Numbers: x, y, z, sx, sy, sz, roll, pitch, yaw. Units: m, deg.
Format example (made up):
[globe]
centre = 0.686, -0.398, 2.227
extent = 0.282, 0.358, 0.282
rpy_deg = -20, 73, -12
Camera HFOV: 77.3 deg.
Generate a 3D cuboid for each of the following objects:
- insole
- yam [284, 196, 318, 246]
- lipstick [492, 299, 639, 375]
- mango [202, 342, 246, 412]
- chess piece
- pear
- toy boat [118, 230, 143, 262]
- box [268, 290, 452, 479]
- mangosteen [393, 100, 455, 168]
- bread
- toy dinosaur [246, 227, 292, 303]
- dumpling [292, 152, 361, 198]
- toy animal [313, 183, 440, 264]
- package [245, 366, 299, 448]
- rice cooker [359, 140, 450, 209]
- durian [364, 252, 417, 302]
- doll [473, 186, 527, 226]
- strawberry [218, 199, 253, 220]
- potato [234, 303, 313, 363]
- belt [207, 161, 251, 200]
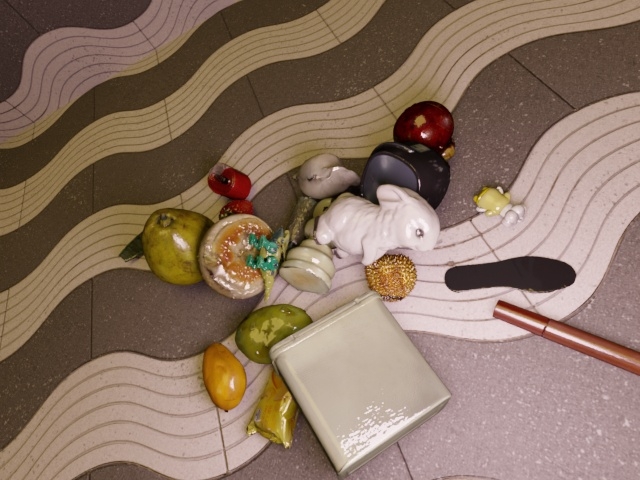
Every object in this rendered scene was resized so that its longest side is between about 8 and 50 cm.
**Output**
[insole]
centre = 0.542, 0.104, 1.166
extent = 0.348, 0.009, 0.119
rpy_deg = -7, 58, 19
[yam]
centre = -0.072, -0.058, 1.463
extent = 0.107, 0.107, 0.183
rpy_deg = 12, 69, 28
[lipstick]
centre = 0.628, 0.242, 1.019
extent = 0.357, 0.057, 0.057
rpy_deg = 21, 72, 30
[mango]
centre = -0.310, 0.425, 1.282
extent = 0.147, 0.109, 0.227
rpy_deg = -48, 52, 22
[chess piece]
centre = 0.000, 0.000, 1.365
extent = 0.182, 0.182, 0.330
rpy_deg = 7, 60, 26
[pear]
centre = -0.514, 0.010, 1.465
extent = 0.287, 0.375, 0.287
rpy_deg = 0, 61, 1
[toy boat]
centre = -0.735, -0.010, 1.725
extent = 0.293, 0.093, 0.055
rpy_deg = -32, 36, 3
[box]
centre = 0.096, 0.363, 1.056
extent = 0.352, 0.177, 0.344
rpy_deg = -26, 54, -16
[mangosteen]
centre = 0.378, -0.357, 1.399
extent = 0.215, 0.215, 0.257
rpy_deg = -33, 82, 2
[bread]
centre = -0.285, 0.055, 1.403
extent = 0.159, 0.305, 0.305
rpy_deg = -18, 47, 56
[toy dinosaur]
centre = -0.175, 0.075, 1.320
extent = 0.094, 0.153, 0.259
rpy_deg = 7, 79, 42
[dumpling]
centre = 0.029, -0.238, 1.470
extent = 0.243, 0.227, 0.175
rpy_deg = 49, 131, 42
[toy animal]
centre = 0.168, -0.057, 1.174
extent = 0.357, 0.194, 0.257
rpy_deg = -11, 70, 35
[package]
centre = -0.116, 0.476, 1.174
extent = 0.168, 0.090, 0.226
rpy_deg = 3, 57, 34
[rice cooker]
centre = 0.271, -0.192, 1.291
extent = 0.267, 0.267, 0.224
rpy_deg = 29, 36, 33
[durian]
centre = 0.218, 0.109, 1.224
extent = 0.158, 0.137, 0.168
rpy_deg = -18, 65, 17
[doll]
centre = 0.560, -0.105, 1.248
extent = 0.106, 0.062, 0.162
rpy_deg = -44, 54, 0
[strawberry]
centre = -0.333, -0.102, 1.600
extent = 0.131, 0.131, 0.148
rpy_deg = -7, 16, 19
[potato]
centre = -0.142, 0.294, 1.264
extent = 0.253, 0.148, 0.186
rpy_deg = -5, 73, 12
[belt]
centre = -0.379, -0.242, 1.690
extent = 0.201, 0.124, 0.128
rpy_deg = 31, 96, 38
